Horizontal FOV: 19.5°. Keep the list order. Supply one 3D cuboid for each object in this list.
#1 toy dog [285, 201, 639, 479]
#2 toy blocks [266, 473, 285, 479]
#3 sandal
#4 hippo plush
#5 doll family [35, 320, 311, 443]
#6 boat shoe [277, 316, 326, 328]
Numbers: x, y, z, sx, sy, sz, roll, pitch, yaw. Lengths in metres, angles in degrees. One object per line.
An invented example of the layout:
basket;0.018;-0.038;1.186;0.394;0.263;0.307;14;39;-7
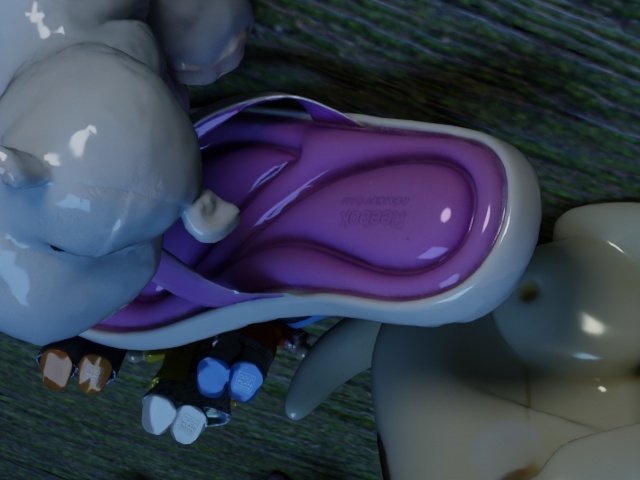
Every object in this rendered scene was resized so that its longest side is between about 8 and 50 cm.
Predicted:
toy dog;0.126;0.197;1.209;0.395;0.408;0.284;11;147;15
toy blocks;-0.051;0.340;1.764;0.309;0.260;0.288;6;-175;-22
sandal;-0.052;-0.027;1.183;0.416;0.169;0.102;-5;156;37
hippo plush;-0.116;-0.074;1.043;0.234;0.236;0.294;7;134;-36
doll family;-0.138;0.072;1.428;0.263;0.163;0.118;20;117;3
boat shoe;0.000;0.000;1.273;0.089;0.109;0.258;34;145;-14
